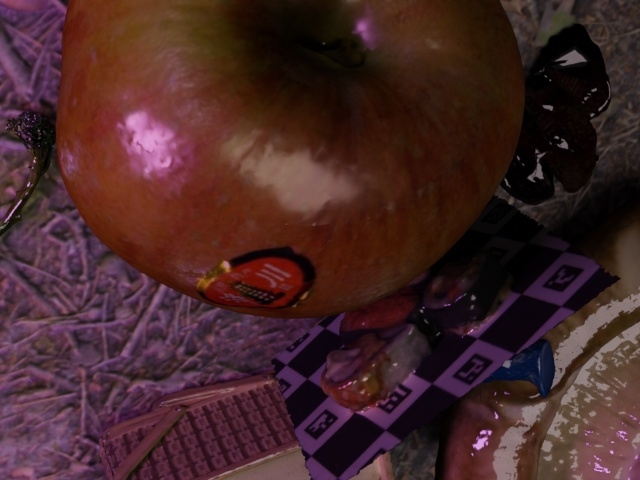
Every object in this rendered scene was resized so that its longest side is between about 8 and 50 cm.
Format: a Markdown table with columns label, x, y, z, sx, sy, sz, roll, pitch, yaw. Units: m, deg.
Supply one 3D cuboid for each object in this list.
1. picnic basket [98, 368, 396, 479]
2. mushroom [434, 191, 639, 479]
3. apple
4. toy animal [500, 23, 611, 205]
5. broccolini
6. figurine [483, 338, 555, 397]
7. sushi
| label | x | y | z | sx | sy | sz | roll | pitch | yaw |
| --- | --- | --- | --- | --- | --- | --- | --- | --- | --- |
| picnic basket | -0.085 | 0.291 | 1.185 | 0.313 | 0.175 | 0.228 | -19 | 117 | -14 |
| mushroom | 0.308 | 0.122 | 1.242 | 0.314 | 0.224 | 0.397 | 4 | 98 | 4 |
| apple | -0.036 | -0.119 | 0.909 | 0.401 | 0.333 | 0.400 | 5 | 74 | -18 |
| toy animal | 0.251 | -0.129 | 1.161 | 0.218 | 0.116 | 0.179 | -60 | 150 | -17 |
| broccolini | -0.306 | -0.043 | 1.034 | 0.052 | 0.054 | 0.194 | 11 | 113 | -42 |
| figurine | 0.136 | 0.098 | 1.140 | 0.262 | 0.164 | 0.121 | -14 | 149 | 28 |
| sushi | 0.084 | 0.063 | 1.058 | 0.339 | 0.320 | 0.068 | -37 | 111 | 3 |
